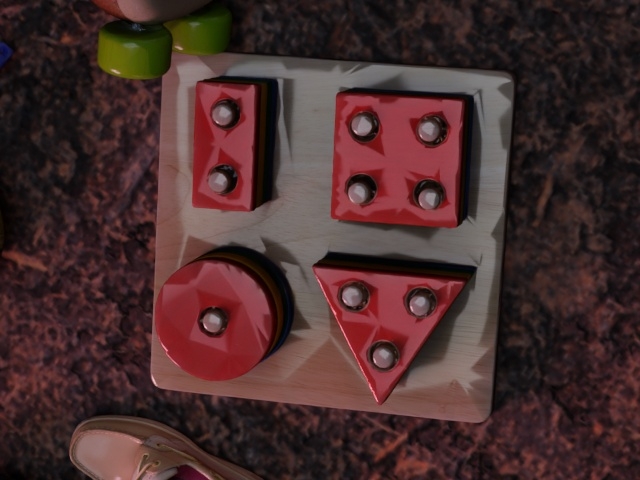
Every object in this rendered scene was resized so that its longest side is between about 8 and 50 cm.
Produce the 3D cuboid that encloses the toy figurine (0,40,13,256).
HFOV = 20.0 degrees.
[{"bbox_3d":[-0.306,-0.154,1.294,0.217,0.191,0.362,-42,89,10],"label":"toy figurine"}]

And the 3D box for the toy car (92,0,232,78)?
[{"bbox_3d":[-0.160,-0.219,1.279,0.188,0.149,0.155,19,116,25],"label":"toy car"}]

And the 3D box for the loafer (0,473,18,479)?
[{"bbox_3d":[-0.210,0.239,1.391,0.220,0.080,0.078,25,135,7],"label":"loafer"}]

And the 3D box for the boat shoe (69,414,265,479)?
[{"bbox_3d":[-0.115,0.179,1.361,0.170,0.059,0.063,19,102,9],"label":"boat shoe"}]

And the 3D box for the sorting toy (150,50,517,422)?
[{"bbox_3d":[0.000,0.000,1.294,0.257,0.089,0.255,5,99,11],"label":"sorting toy"}]
